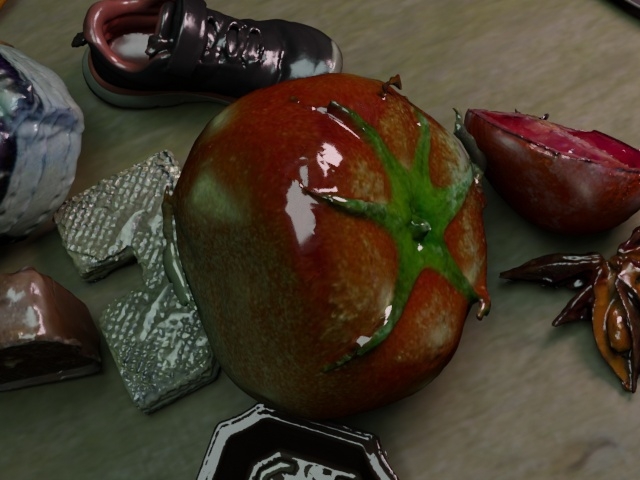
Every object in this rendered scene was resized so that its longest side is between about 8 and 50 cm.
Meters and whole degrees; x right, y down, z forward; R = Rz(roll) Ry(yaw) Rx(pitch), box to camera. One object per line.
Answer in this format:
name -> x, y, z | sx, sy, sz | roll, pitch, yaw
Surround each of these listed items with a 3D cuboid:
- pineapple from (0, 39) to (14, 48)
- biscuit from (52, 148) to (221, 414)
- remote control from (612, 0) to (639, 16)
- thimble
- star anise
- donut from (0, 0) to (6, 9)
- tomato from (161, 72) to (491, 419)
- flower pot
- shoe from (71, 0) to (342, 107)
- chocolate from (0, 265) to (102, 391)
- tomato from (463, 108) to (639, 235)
pineapple -> -0.411, -0.179, 1.331 | 0.159, 0.074, 0.074 | -6, 67, 9
biscuit -> -0.168, 0.036, 1.215 | 0.147, 0.046, 0.250 | -26, 66, -2
remote control -> 0.372, -0.234, 1.246 | 0.212, 0.028, 0.059 | 41, 83, 22
thimble -> -0.358, -0.101, 1.207 | 0.237, 0.150, 0.237 | 0, 91, 21
star anise -> 0.291, 0.056, 1.128 | 0.212, 0.053, 0.157 | -20, 66, -1
donut -> -0.512, -0.432, 1.398 | 0.435, 0.163, 0.377 | 40, 78, 22
tomato -> 0.000, 0.000, 1.073 | 0.239, 0.303, 0.303 | -11, 63, 39
flower pot -> -0.036, 0.283, 1.074 | 0.179, 0.084, 0.251 | 14, 70, 15
shoe -> -0.121, -0.206, 1.256 | 0.291, 0.137, 0.114 | 3, 69, 9
chocolate -> -0.323, 0.090, 1.157 | 0.214, 0.148, 0.093 | -14, 73, 9
tomato -> 0.221, -0.057, 1.134 | 0.189, 0.173, 0.099 | 9, 109, -18
